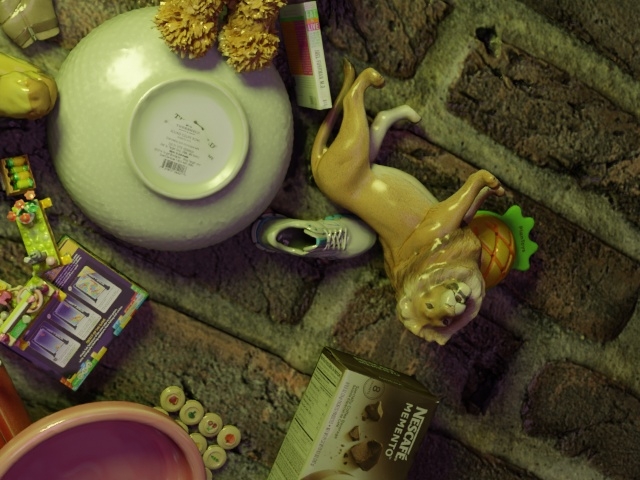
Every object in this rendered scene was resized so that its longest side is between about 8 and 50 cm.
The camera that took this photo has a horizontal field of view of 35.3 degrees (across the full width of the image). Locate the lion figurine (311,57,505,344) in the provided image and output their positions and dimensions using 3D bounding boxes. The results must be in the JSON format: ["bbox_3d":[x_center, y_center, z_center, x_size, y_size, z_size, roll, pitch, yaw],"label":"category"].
[{"bbox_3d":[0.105,-0.056,1.441,0.392,0.142,0.240,44,96,10],"label":"lion figurine"}]

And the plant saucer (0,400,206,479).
[{"bbox_3d":[-0.325,0.360,1.395,0.332,0.084,0.332,-11,117,-24],"label":"plant saucer"}]

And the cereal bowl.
[{"bbox_3d":[-0.188,-0.143,1.341,0.339,0.141,0.339,-4,102,-19],"label":"cereal bowl"}]

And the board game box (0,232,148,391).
[{"bbox_3d":[-0.345,0.099,1.385,0.141,0.048,0.170,39,87,-20],"label":"board game box"}]

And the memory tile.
[{"bbox_3d":[-0.200,0.295,1.493,0.148,0.012,0.113,39,87,-22],"label":"memory tile"}]

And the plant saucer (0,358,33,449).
[{"bbox_3d":[-0.528,0.274,1.358,0.259,0.048,0.258,-25,108,-12],"label":"plant saucer"}]

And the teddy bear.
[{"bbox_3d":[-0.090,-0.372,1.230,0.245,0.113,0.338,29,94,-23],"label":"teddy bear"}]

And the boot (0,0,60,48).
[{"bbox_3d":[-0.363,-0.307,1.303,0.118,0.042,0.087,-31,115,-10],"label":"boot"}]

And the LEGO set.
[{"bbox_3d":[-0.393,0.031,1.286,0.132,0.107,0.287,15,87,0],"label":"LEGO set"}]

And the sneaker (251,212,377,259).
[{"bbox_3d":[0.000,0.000,1.465,0.190,0.083,0.071,-1,99,-20],"label":"sneaker"}]

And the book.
[{"bbox_3d":[-0.020,-0.257,1.397,0.035,0.096,0.144,-13,105,-16],"label":"book"}]

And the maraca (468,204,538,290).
[{"bbox_3d":[0.255,0.013,1.547,0.185,0.099,0.127,-16,106,-22],"label":"maraca"}]

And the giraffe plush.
[{"bbox_3d":[-0.451,-0.156,1.243,0.210,0.181,0.170,22,101,-13],"label":"giraffe plush"}]

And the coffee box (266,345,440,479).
[{"bbox_3d":[0.036,0.333,1.524,0.168,0.119,0.297,22,93,-20],"label":"coffee box"}]
